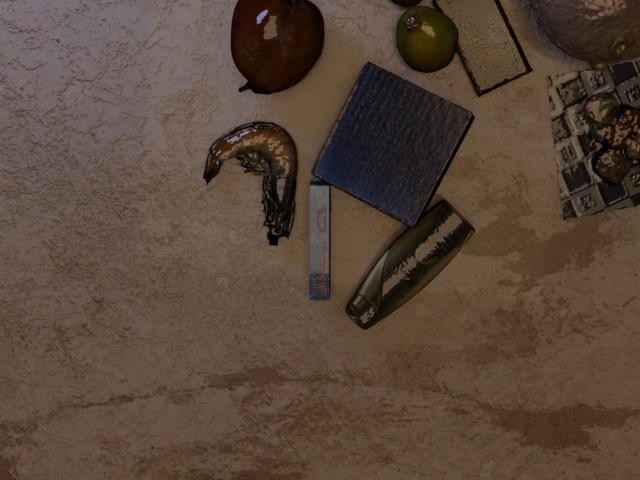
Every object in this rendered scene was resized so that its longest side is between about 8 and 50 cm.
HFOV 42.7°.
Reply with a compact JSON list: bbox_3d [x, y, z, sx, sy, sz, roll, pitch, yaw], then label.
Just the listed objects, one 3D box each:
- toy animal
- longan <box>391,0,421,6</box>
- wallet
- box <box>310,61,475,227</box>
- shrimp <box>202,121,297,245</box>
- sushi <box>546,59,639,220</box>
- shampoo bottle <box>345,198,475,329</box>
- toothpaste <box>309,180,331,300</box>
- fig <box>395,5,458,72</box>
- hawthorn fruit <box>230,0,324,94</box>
[{"bbox_3d":[0.586,-0.496,1.734,0.358,0.188,0.226,17,95,-2],"label":"toy animal"},{"bbox_3d":[0.182,-0.559,1.779,0.106,0.106,0.119,52,137,-8],"label":"longan"},{"bbox_3d":[0.361,-0.457,1.822,0.133,0.039,0.243,-27,100,13],"label":"wallet"},{"bbox_3d":[0.161,-0.210,1.811,0.261,0.116,0.279,29,100,9],"label":"box"},{"bbox_3d":[-0.159,-0.126,1.884,0.222,0.054,0.290,-4,97,1],"label":"shrimp"},{"bbox_3d":[0.695,-0.229,1.843,0.320,0.069,0.339,-9,101,3],"label":"sushi"},{"bbox_3d":[0.199,0.062,1.901,0.125,0.084,0.350,45,99,-1],"label":"shampoo bottle"},{"bbox_3d":[0.000,0.000,1.900,0.053,0.066,0.272,0,101,0],"label":"toothpaste"},{"bbox_3d":[0.230,-0.441,1.786,0.136,0.120,0.153,-35,113,26],"label":"fig"},{"bbox_3d":[-0.107,-0.419,1.769,0.208,0.208,0.248,27,117,-4],"label":"hawthorn fruit"}]
